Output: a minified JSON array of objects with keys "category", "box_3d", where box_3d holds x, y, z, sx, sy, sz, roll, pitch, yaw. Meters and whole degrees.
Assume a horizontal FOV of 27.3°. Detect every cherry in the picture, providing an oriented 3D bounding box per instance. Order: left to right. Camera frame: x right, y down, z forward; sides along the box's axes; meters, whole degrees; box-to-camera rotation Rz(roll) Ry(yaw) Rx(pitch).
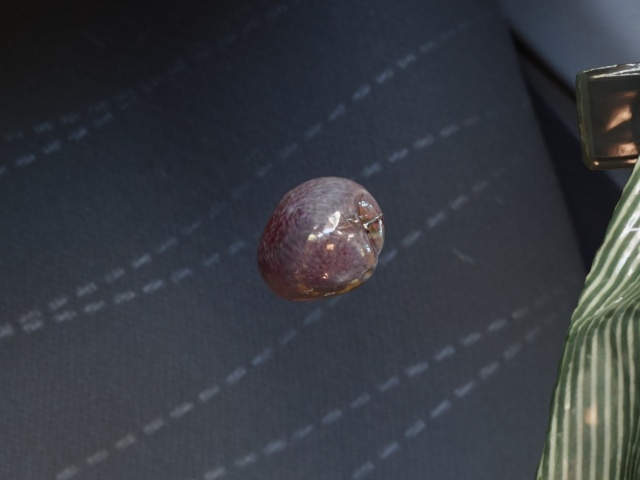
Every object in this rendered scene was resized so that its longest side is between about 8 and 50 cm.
[{"category":"cherry","box_3d":[-0.001,-0.002,1.634,0.176,0.176,0.140,-38,116,-9]}]

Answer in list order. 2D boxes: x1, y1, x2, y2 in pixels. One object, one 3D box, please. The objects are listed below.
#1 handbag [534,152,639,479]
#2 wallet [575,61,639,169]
[{"category":"handbag","box_3d":[0.273,0.086,0.702,0.247,0.240,0.341,25,80,-31]},{"category":"wallet","box_3d":[0.484,-0.175,1.842,0.245,0.052,0.169,-4,124,14]}]
